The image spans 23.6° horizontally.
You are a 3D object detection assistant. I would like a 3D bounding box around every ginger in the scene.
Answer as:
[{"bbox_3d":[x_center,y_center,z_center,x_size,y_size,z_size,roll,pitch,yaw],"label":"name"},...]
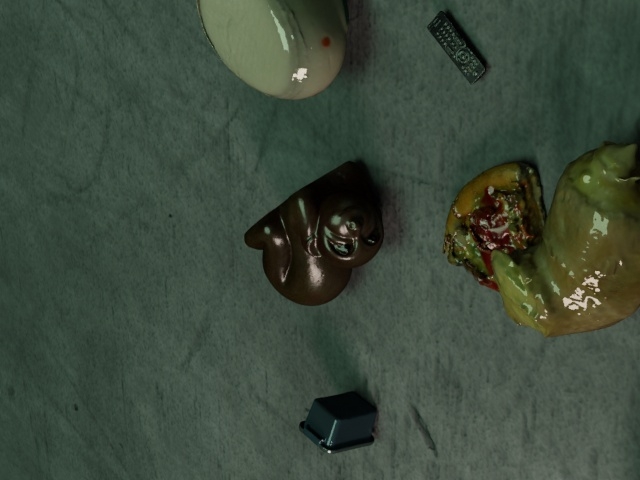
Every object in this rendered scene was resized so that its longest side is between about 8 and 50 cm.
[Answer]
[{"bbox_3d":[0.283,0.010,1.602,0.267,0.152,0.138,-58,32,30],"label":"ginger"}]

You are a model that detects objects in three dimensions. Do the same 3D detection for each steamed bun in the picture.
[{"bbox_3d":[-0.048,-0.279,1.907,0.228,0.131,0.177,46,142,29],"label":"steamed bun"}]

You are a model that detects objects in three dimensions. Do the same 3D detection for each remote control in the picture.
[{"bbox_3d":[0.159,-0.221,1.756,0.034,0.016,0.091,-48,68,36],"label":"remote control"}]

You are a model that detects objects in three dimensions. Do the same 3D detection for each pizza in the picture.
[{"bbox_3d":[0.216,0.012,1.768,0.193,0.053,0.201,53,143,21],"label":"pizza"}]

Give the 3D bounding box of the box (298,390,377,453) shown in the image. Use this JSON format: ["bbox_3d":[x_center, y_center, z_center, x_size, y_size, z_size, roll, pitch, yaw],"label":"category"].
[{"bbox_3d":[0.028,0.249,2.125,0.074,0.099,0.054,35,118,39],"label":"box"}]

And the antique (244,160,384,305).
[{"bbox_3d":[0.000,0.000,2.006,0.143,0.121,0.257,57,145,4],"label":"antique"}]
